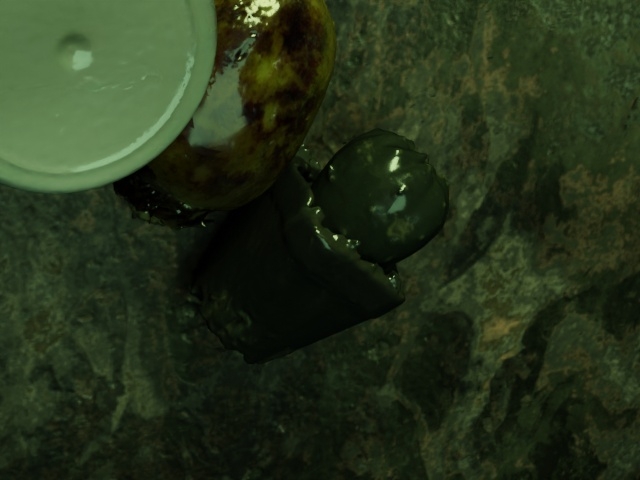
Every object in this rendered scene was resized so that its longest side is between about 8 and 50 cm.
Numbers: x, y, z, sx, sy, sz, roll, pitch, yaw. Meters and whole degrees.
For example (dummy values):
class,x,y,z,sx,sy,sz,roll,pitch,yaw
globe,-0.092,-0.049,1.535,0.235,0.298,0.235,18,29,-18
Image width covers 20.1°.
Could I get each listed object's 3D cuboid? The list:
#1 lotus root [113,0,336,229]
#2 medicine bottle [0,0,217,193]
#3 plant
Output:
class,x,y,z,sx,sy,sz,roll,pitch,yaw
lotus root,-0.079,-0.138,1.567,0.169,0.141,0.314,23,101,-37
medicine bottle,-0.227,-0.184,1.416,0.238,0.232,0.238,-11,117,-21
plant,0.000,0.000,1.669,0.256,0.164,0.142,-39,126,10
